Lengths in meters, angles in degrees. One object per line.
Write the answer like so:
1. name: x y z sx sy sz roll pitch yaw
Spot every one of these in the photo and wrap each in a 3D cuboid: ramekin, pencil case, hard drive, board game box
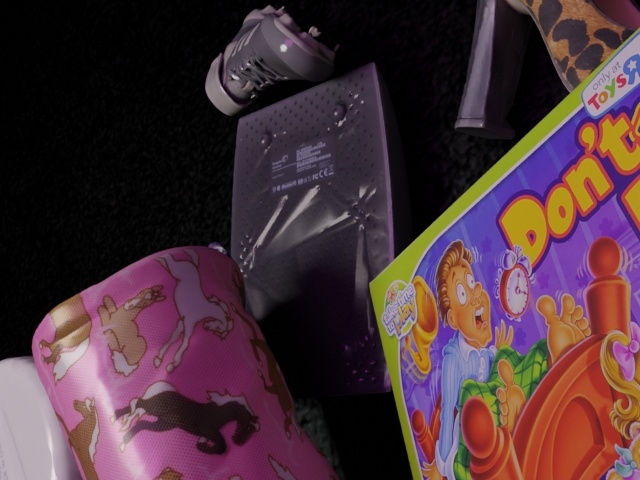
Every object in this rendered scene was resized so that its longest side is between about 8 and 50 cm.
1. ramekin: -0.261 0.242 0.699 0.277 0.135 0.277 -12 71 38
2. pencil case: -0.040 0.190 0.456 0.386 0.167 0.160 57 144 22
3. hard drive: 0.000 0.000 0.588 0.172 0.054 0.255 -14 70 38
4. board game box: 0.157 0.050 0.328 0.347 0.078 0.233 -50 44 51

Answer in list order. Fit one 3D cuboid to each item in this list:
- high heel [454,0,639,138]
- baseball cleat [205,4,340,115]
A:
1. high heel: 0.198 -0.156 0.430 0.261 0.093 0.186 10 88 48
2. baseball cleat: -0.047 -0.147 0.624 0.109 0.072 0.206 -50 20 9
